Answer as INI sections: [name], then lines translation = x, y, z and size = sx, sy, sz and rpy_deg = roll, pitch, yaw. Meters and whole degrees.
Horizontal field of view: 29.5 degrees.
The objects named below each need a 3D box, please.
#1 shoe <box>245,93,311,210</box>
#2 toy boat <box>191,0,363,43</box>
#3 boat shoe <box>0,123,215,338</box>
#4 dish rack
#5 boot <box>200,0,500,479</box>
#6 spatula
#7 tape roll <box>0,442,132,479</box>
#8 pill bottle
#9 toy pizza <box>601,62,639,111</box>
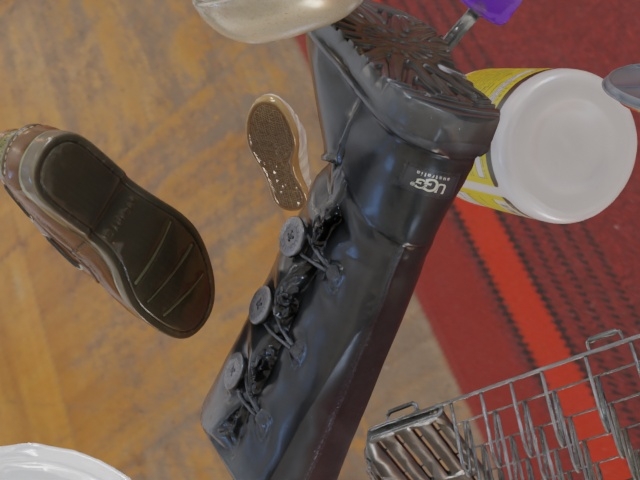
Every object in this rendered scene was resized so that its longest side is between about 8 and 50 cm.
[shoe]
translation = -0.058, -0.134, 1.745
size = 0.077, 0.219, 0.058
rpy_deg = 3, 50, 13
[toy boat]
translation = 0.039, -0.294, 1.017
size = 0.318, 0.148, 0.267
rpy_deg = -15, 28, 24
[boat shoe]
translation = -0.220, -0.014, 1.265
size = 0.104, 0.307, 0.110
rpy_deg = 15, 60, 42
[dish rack]
translation = 0.175, 0.162, 0.874
size = 0.272, 0.208, 0.074
rpy_deg = -21, 45, 16
[boot]
translation = 0.000, 0.001, 1.237
size = 0.367, 0.146, 0.445
rpy_deg = -108, 34, -60
[spatula]
translation = 0.154, -0.235, 1.490
size = 0.296, 0.084, 0.030
rpy_deg = -54, 9, 16
[tape roll]
translation = -0.246, 0.313, 0.978
size = 0.286, 0.100, 0.286
rpy_deg = 2, 56, -3
[pill bottle]
translation = 0.251, -0.132, 1.592
size = 0.188, 0.188, 0.334
rpy_deg = -65, 19, 0
[toy pizza]
translation = 0.377, -0.136, 1.192
size = 0.201, 0.201, 0.032
rpy_deg = 23, 121, 41
